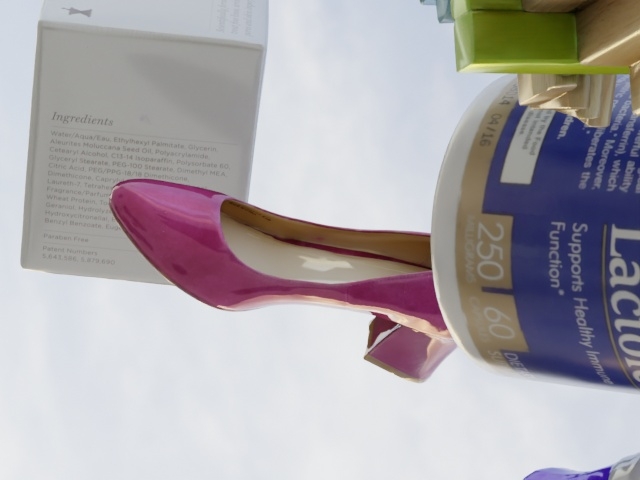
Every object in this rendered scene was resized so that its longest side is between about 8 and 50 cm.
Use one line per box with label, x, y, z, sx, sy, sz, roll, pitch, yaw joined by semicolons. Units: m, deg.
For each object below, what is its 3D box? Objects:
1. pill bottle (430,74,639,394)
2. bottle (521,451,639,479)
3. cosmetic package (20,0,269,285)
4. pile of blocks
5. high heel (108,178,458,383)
pill bottle;0.197;0.001;0.900;0.265;0.153;0.153;5;-81;34
bottle;0.084;0.187;1.036;0.283;0.118;0.092;-34;-140;40
cosmetic package;-0.120;-0.084;1.356;0.151;0.151;0.183;-93;-169;-64
pile of blocks;0.057;-0.130;0.804;0.362;0.113;0.149;-133;-135;-67
high heel;0.000;0.000;1.178;0.117;0.244;0.082;-51;-163;35
